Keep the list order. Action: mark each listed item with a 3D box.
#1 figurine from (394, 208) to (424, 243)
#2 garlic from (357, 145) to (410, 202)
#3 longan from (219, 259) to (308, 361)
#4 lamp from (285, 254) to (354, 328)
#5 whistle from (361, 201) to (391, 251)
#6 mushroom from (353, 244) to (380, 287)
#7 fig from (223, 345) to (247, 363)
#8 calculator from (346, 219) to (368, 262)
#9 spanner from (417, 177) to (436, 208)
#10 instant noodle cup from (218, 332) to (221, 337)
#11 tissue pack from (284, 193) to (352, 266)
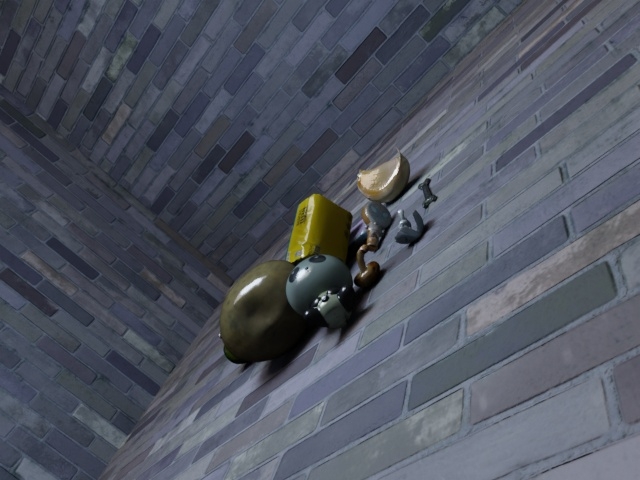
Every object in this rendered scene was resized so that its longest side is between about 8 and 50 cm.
[{"bbox_3d":[0.247,-0.037,1.524,0.082,0.094,0.086,-7,57,13],"label":"figurine"},{"bbox_3d":[0.244,-0.231,2.038,0.145,0.164,0.245,-34,3,-44],"label":"garlic"},{"bbox_3d":[-0.171,0.226,1.738,0.350,0.288,0.288,-55,9,8],"label":"longan"},{"bbox_3d":[0.005,0.144,1.527,0.198,0.197,0.244,-47,26,6],"label":"lamp"},{"bbox_3d":[0.182,-0.051,1.826,0.057,0.107,0.220,-50,21,44],"label":"whistle"},{"bbox_3d":[0.133,0.077,1.545,0.088,0.072,0.130,-38,-42,-55],"label":"mushroom"},{"bbox_3d":[-0.294,0.416,2.089,0.117,0.117,0.177,-48,-14,1],"label":"fig"},{"bbox_3d":[0.100,0.023,2.005,0.293,0.051,0.173,-45,12,21],"label":"calculator"},{"bbox_3d":[0.339,-0.155,1.749,0.054,0.015,0.254,-46,10,19],"label":"spanner"},{"bbox_3d":[-0.253,0.281,2.014,0.274,0.091,0.274,-17,-11,-3],"label":"instant noodle cup"},{"bbox_3d":[0.000,0.000,1.889,0.134,0.192,0.271,-26,45,44],"label":"tissue pack"}]
